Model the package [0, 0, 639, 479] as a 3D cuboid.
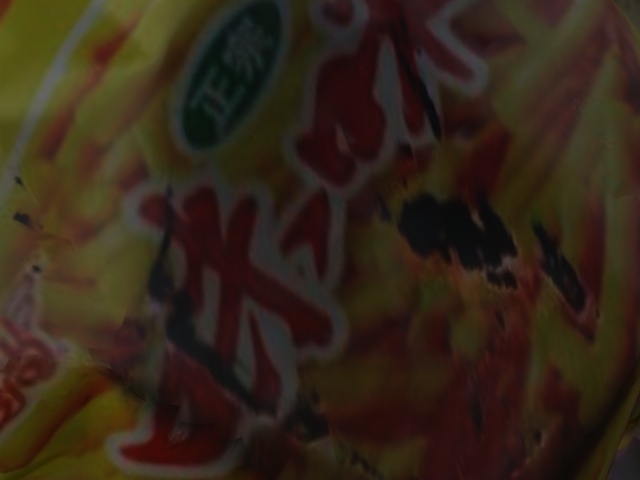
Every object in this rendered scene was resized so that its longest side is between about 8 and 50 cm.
[{"bbox_3d":[-0.004,0.005,0.399,0.108,0.288,0.223,2,55,56],"label":"package"}]
